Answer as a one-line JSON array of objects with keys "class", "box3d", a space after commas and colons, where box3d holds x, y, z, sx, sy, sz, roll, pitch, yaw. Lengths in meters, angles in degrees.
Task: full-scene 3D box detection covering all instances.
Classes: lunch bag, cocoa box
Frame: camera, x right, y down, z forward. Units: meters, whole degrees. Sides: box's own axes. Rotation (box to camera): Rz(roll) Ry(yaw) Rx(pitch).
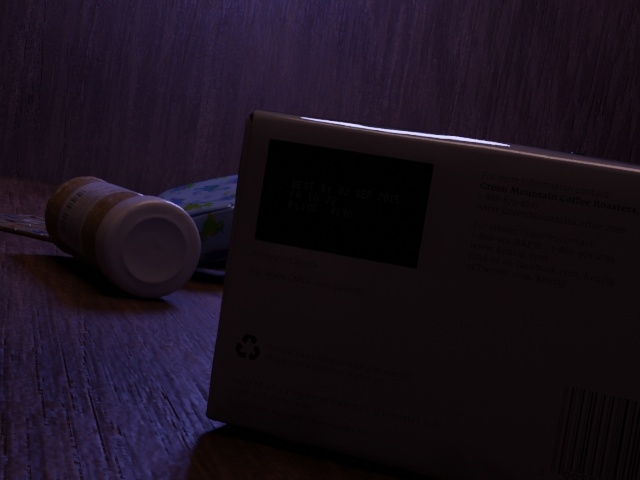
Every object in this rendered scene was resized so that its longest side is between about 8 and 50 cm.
[{"class": "lunch bag", "box3d": [-0.165, -0.031, 1.727, 0.176, 0.090, 0.219, -13, 16, 5]}, {"class": "cocoa box", "box3d": [0.127, 0.045, 0.864, 0.347, 0.232, 0.228, 10, 4, 18]}]

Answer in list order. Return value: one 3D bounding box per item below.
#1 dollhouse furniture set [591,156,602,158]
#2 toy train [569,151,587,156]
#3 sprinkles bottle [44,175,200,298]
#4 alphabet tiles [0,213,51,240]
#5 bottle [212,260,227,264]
[{"class": "dollhouse furniture set", "box3d": [0.442, -0.011, 1.885, 0.198, 0.286, 0.303, 7, 15, -1]}, {"class": "toy train", "box3d": [0.282, 0.038, 1.157, 0.190, 0.142, 0.334, -27, 42, -17]}, {"class": "sprinkles bottle", "box3d": [-0.269, -0.013, 1.535, 0.121, 0.121, 0.355, 7, 5, -26]}, {"class": "alphabet tiles", "box3d": [-0.424, -0.015, 1.997, 0.342, 0.011, 0.285, 11, 5, 28]}, {"class": "bottle", "box3d": [-0.081, -0.004, 1.950, 0.282, 0.092, 0.118, 7, 29, -28]}]
